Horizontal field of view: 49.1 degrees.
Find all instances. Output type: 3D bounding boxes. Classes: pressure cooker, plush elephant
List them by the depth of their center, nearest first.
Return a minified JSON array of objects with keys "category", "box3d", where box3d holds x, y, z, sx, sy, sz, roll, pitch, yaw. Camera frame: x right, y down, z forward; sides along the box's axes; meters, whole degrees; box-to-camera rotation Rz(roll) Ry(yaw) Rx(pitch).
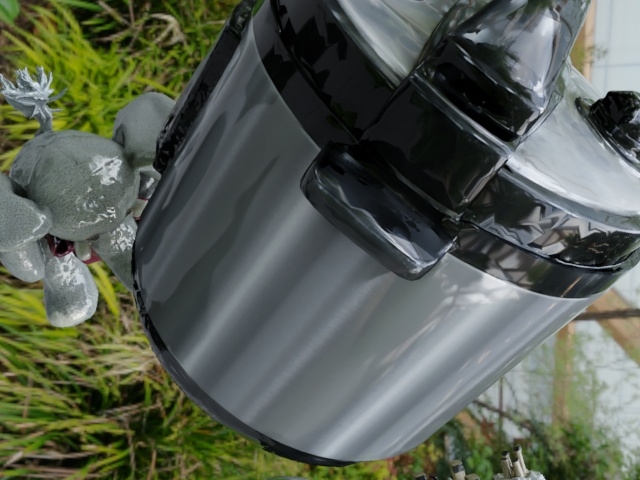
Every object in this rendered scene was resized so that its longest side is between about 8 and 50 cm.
[{"category":"pressure cooker","box3d":[0.073,-0.055,0.605,0.420,0.375,0.370,-51,-139,36]},{"category":"plush elephant","box3d":[-0.264,-0.042,0.822,0.255,0.272,0.330,38,-24,57]}]

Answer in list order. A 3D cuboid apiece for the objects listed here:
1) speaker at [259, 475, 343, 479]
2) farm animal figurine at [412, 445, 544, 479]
[{"category":"speaker","box3d":[-0.006,0.306,0.708,0.296,0.131,0.131,52,39,-65]},{"category":"farm animal figurine","box3d":[0.207,0.473,1.095,0.327,0.330,0.172,-6,80,-79]}]
